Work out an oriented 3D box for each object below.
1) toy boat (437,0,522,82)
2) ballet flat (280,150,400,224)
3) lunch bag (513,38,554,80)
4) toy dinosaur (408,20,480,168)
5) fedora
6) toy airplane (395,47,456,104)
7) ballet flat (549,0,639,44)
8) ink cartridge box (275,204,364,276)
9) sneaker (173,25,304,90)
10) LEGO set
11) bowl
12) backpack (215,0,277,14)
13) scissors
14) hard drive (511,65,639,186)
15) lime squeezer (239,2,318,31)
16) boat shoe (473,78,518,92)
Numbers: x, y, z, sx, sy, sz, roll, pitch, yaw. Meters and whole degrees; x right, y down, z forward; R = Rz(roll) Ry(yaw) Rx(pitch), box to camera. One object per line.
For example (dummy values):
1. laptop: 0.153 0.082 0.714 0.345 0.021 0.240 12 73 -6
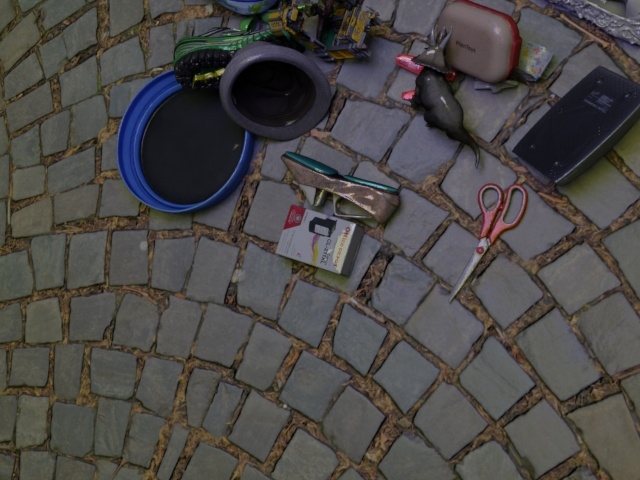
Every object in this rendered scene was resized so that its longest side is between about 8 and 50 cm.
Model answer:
1. toy boat: 0.371 -0.455 1.444 0.151 0.151 0.231 -24 43 -24
2. ballet flat: 0.031 -0.118 1.537 0.315 0.107 0.106 23 103 22
3. lunch bag: 0.468 -0.399 1.449 0.083 0.053 0.071 32 91 31
4. toy dinosaur: 0.264 -0.301 1.434 0.120 0.160 0.314 -15 85 8
5. fedora: -0.119 -0.381 1.572 0.244 0.275 0.124 -46 43 31
6. toy airplane: 0.243 -0.386 1.538 0.151 0.028 0.151 -1 84 13
7. ballet flat: 0.619 -0.524 1.372 0.408 0.147 0.147 29 92 20
8. ink cartridge box: 0.000 0.000 1.542 0.175 0.072 0.128 17 87 21
9. sneaker: -0.203 -0.489 1.620 0.343 0.134 0.146 -12 58 -10
10. LEGO set: 0.046 -0.580 1.515 0.192 0.255 0.332 12 73 47
11. bowl: -0.352 -0.259 1.704 0.390 0.077 0.392 -3 80 19
12. backpack: -0.220 -0.736 1.648 0.290 0.273 0.356 -38 82 -13
13. scissors: 0.372 0.010 1.436 0.108 0.021 0.297 17 86 19
14. hard drive: 0.547 -0.236 1.358 0.255 0.054 0.172 -45 39 9
15. lime squeezer: -0.143 -0.554 1.685 0.310 0.059 0.110 -37 72 10
16. boat shoe: 0.399 -0.354 1.479 0.100 0.035 0.035 9 112 17
